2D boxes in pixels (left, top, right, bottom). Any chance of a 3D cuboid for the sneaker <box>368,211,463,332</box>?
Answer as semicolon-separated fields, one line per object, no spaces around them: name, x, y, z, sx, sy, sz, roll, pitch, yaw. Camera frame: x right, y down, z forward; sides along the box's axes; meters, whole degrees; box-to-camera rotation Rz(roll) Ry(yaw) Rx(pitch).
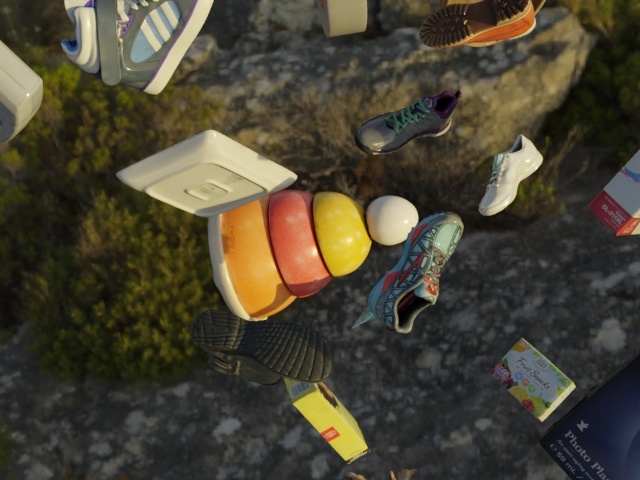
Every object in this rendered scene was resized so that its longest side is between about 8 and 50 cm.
sneaker;0.204;0.069;1.707;0.104;0.261;0.125;22;19;-31

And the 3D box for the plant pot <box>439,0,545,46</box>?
plant pot;0.321;-0.502;1.716;0.237;0.237;0.109;-20;54;-14

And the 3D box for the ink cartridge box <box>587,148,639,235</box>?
ink cartridge box;0.538;-0.095;1.450;0.127;0.175;0.072;-3;47;-51

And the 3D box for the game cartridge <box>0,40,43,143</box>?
game cartridge;-0.441;-0.202;1.077;0.294;0.196;0.060;-3;51;58

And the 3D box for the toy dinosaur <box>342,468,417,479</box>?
toy dinosaur;0.087;0.473;1.368;0.127;0.295;0.200;12;44;-23

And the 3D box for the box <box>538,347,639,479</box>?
box;0.504;0.271;1.170;0.183;0.294;0.296;-25;66;-43

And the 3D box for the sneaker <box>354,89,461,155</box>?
sneaker;0.163;-0.233;1.672;0.224;0.098;0.083;-23;66;-30

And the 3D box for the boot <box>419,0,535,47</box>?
boot;0.218;-0.292;1.227;0.158;0.085;0.059;-11;76;23

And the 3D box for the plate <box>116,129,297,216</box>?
plate;-0.234;-0.121;1.861;0.278;0.277;0.045;-19;62;32

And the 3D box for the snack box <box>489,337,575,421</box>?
snack box;0.423;0.278;1.781;0.100;0.037;0.141;-46;54;0

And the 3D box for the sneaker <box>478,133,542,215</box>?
sneaker;0.418;-0.153;2.046;0.212;0.094;0.080;-50;28;-19

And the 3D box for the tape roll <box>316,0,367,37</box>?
tape roll;0.028;-0.485;1.624;0.072;0.219;0.219;-10;40;-4

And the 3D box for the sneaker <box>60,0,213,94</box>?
sneaker;-0.353;-0.443;1.673;0.236;0.322;0.130;20;27;-29

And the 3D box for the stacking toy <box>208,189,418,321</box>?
stacking toy;0.000;0.000;2.131;0.480;0.350;0.350;-11;38;15

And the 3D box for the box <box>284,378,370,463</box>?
box;0.014;0.342;1.752;0.058;0.232;0.087;-32;39;5

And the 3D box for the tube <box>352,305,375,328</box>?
tube;0.149;0.138;2.026;0.052;0.080;0.207;50;41;7

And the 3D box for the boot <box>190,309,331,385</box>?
boot;-0.083;0.190;1.440;0.247;0.161;0.083;15;64;20
